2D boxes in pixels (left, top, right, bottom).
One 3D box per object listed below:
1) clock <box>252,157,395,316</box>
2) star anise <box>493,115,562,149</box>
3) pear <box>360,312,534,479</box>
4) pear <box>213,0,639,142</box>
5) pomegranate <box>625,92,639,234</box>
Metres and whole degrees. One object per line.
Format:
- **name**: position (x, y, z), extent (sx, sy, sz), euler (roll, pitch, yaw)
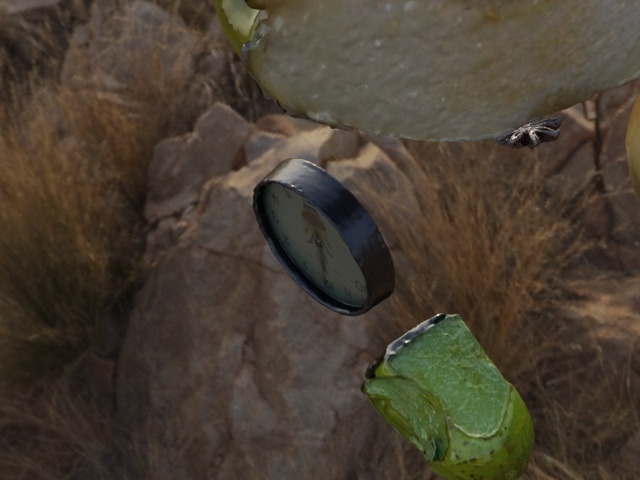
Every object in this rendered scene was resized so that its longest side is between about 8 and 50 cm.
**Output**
- **clock**: position (0.000, 0.000, 0.958), extent (0.040, 0.184, 0.184), euler (-38, 47, -24)
- **star anise**: position (0.408, -0.208, 1.784), extent (0.141, 0.042, 0.141), euler (-16, 26, 8)
- **pear**: position (0.196, 0.270, 1.384), extent (0.164, 0.238, 0.255), euler (-31, 70, -18)
- **pear**: position (0.106, -0.249, 0.584), extent (0.386, 0.340, 0.191), euler (-15, 47, -4)
- **pomegranate**: position (0.542, -0.107, 1.201), extent (0.319, 0.319, 0.319), euler (-13, 52, 17)
